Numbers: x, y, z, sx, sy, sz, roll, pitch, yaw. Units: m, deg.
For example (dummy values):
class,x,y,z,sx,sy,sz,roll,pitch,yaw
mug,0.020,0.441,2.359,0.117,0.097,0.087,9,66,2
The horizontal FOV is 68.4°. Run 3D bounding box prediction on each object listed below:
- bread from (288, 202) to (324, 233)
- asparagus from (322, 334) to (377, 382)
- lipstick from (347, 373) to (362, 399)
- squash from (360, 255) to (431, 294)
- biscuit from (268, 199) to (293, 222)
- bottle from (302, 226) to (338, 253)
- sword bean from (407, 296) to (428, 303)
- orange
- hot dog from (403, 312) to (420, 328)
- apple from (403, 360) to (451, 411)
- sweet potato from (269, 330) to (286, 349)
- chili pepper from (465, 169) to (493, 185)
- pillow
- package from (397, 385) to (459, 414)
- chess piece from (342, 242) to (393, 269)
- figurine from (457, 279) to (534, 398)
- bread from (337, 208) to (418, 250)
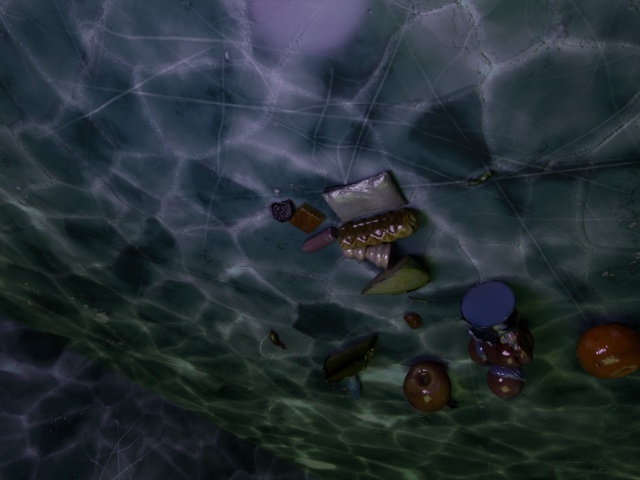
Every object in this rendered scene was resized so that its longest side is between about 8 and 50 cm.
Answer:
class,x,y,z,sx,sy,sz,roll,pitch,yaw
bread,-0.047,-0.072,1.582,0.090,0.035,0.094,31,136,-17
asparagus,0.145,0.539,2.123,0.108,0.128,0.382,3,151,-42
lipstick,0.161,0.694,2.317,0.061,0.068,0.274,3,137,18
squash,0.290,0.145,1.627,0.155,0.204,0.237,51,134,-3
biscuit,-0.130,-0.102,1.569,0.087,0.027,0.089,33,120,12
bottle,0.000,0.000,1.632,0.053,0.053,0.140,40,133,-24
sword bean,0.371,0.226,1.792,0.083,0.012,0.012,15,138,0
orange,1.015,0.383,1.646,0.224,0.170,0.224,-7,140,-6
hot dog,0.365,0.318,1.874,0.058,0.035,0.083,-15,130,29
apple,0.467,0.639,2.063,0.211,0.211,0.187,-6,136,23
sweet potato,-0.210,0.472,2.218,0.041,0.038,0.153,13,146,39
chili pepper,0.451,-0.172,1.333,0.027,0.022,0.083,8,151,-46
pillow,0.134,-0.129,1.457,0.230,0.050,0.148,-13,137,29
package,0.528,0.785,2.310,0.204,0.062,0.251,-28,118,36
chess piece,0.157,0.043,1.608,0.171,0.094,0.094,7,138,16
figurine,0.634,0.355,1.688,0.248,0.276,0.388,-32,126,12
bread,0.183,-0.035,1.502,0.270,0.098,0.087,-14,107,29
